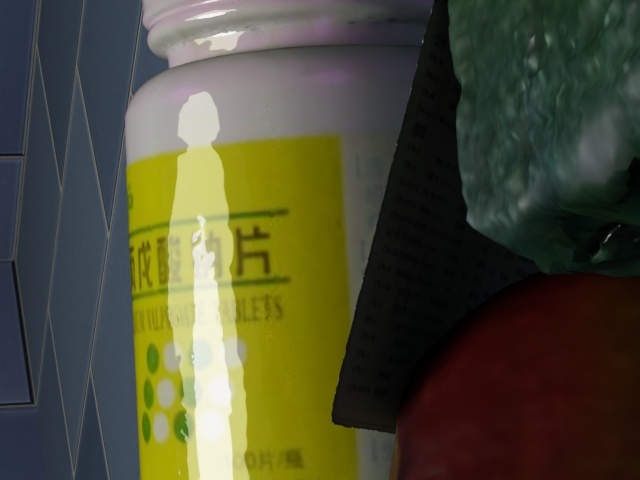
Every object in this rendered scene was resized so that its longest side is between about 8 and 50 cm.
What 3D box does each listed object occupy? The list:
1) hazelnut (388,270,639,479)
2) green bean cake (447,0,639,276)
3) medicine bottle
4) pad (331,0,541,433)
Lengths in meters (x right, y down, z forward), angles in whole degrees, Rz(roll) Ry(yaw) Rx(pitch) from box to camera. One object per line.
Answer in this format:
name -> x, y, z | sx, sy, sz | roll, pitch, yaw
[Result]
hazelnut -> 0.123, 0.114, 0.669 | 0.229, 0.229, 0.229 | 178, 90, -74
green bean cake -> 0.153, -0.167, 0.575 | 0.300, 0.169, 0.308 | 131, 136, -65
medicine bottle -> 0.000, 0.000, 1.039 | 0.213, 0.213, 0.378 | 159, 108, -73
pad -> 0.078, 0.008, 0.773 | 0.265, 0.009, 0.159 | 19, -95, -64
